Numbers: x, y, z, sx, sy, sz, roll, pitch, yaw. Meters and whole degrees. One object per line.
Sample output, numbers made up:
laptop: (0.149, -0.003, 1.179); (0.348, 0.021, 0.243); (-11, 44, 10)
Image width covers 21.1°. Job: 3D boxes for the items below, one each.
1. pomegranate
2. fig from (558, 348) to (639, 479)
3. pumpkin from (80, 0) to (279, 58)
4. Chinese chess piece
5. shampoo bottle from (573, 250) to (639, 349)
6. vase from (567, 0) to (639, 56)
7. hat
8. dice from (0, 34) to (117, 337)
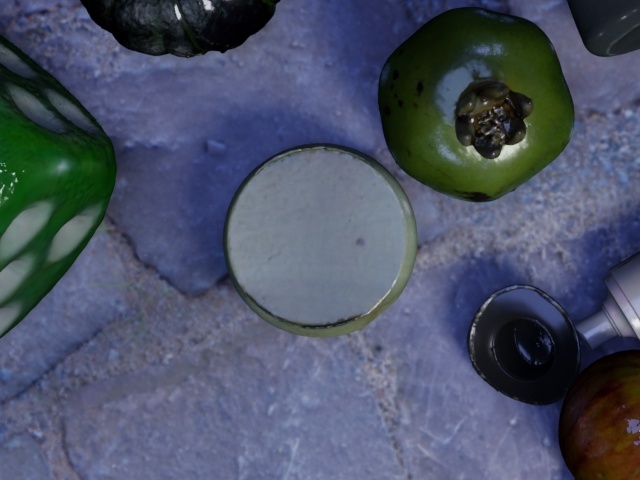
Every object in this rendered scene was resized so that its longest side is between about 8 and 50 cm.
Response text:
pomegranate: (0.145, -0.122, 1.570); (0.187, 0.225, 0.187); (-1, 99, -4)
fig: (0.290, 0.180, 1.605); (0.149, 0.202, 0.148); (-23, 79, -19)
pumpkin: (-0.134, -0.279, 1.637); (0.220, 0.162, 0.221); (0, 91, 13)
Chinese chess piece: (0.000, 0.000, 1.664); (0.188, 0.083, 0.188); (0, 87, 7)
shampoo bottle: (0.375, 0.015, 1.607); (0.303, 0.092, 0.092); (-32, 86, 7)
vase: (0.260, -0.345, 1.593); (0.173, 0.173, 0.321); (-26, 81, 7)
hat: (0.199, 0.097, 1.647); (0.121, 0.050, 0.121); (5, 106, 18)
dice: (-0.390, -0.060, 1.611); (0.297, 0.287, 0.300); (43, 96, 8)
